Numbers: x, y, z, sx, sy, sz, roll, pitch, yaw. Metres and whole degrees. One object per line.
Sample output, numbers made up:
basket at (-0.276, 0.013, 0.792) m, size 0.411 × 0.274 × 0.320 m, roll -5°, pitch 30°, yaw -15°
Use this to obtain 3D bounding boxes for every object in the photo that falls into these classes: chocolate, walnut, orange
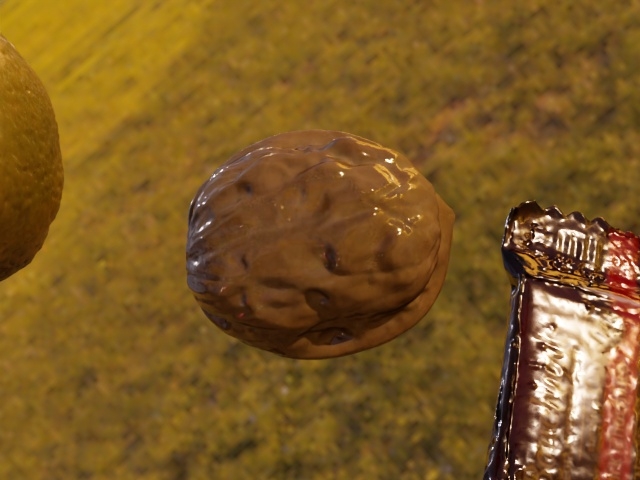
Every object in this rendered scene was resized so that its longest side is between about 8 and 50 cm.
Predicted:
chocolate at (0.101, 0.073, 0.717) m, size 0.028 × 0.086 × 0.182 m, roll 125°, pitch 154°, yaw -64°
walnut at (0.000, 0.000, 0.623) m, size 0.096 × 0.082 × 0.079 m, roll -10°, pitch -14°, yaw -2°
orange at (-0.119, -0.029, 0.526) m, size 0.085 × 0.095 × 0.085 m, roll -14°, pitch 2°, yaw 0°
